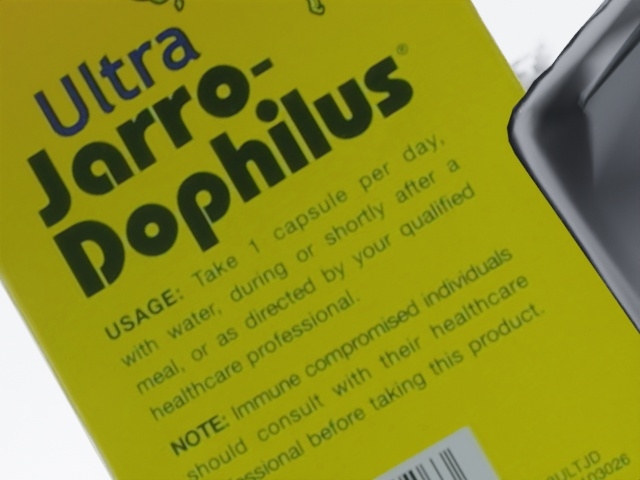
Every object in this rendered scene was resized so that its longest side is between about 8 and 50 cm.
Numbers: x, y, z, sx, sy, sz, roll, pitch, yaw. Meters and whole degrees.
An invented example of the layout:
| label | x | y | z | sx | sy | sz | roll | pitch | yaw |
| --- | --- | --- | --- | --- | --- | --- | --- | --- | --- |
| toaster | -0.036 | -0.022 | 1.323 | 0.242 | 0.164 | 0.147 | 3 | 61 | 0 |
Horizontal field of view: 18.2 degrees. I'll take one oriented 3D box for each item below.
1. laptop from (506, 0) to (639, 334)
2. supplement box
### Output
| label | x | y | z | sx | sy | sz | roll | pitch | yaw |
| --- | --- | --- | --- | --- | --- | --- | --- | --- | --- |
| laptop | 0.315 | 0.000 | 0.397 | 0.236 | 0.408 | 0.382 | 12 | -52 | -45 |
| supplement box | 0.000 | 0.000 | 0.763 | 0.195 | 0.357 | 0.194 | -31 | -5 | 6 |
